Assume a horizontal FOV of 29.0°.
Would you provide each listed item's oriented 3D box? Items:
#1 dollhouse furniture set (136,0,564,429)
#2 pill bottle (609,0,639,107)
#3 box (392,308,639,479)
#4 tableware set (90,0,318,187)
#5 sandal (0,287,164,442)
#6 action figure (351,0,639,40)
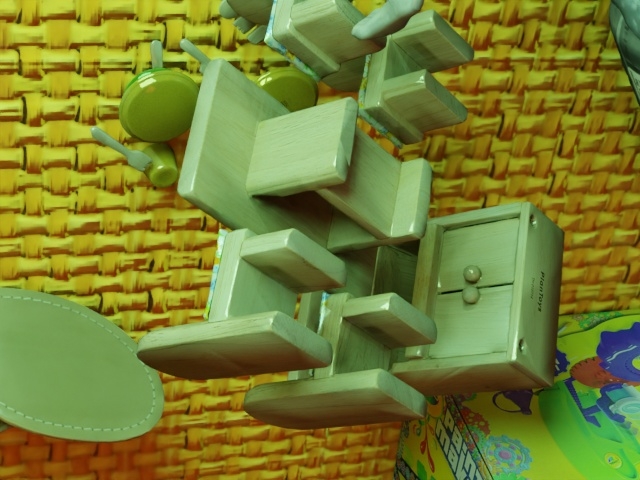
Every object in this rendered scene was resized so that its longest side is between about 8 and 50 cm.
[{"bbox_3d":[0.000,0.000,0.667,0.161,0.212,0.242,-11,148,37],"label":"dollhouse furniture set"},{"bbox_3d":[0.250,-0.104,0.725,0.130,0.130,0.245,-30,128,4],"label":"pill bottle"},{"bbox_3d":[0.215,0.212,0.912,0.290,0.177,0.279,-4,126,-15],"label":"box"},{"bbox_3d":[-0.051,-0.090,0.708,0.154,0.024,0.104,-41,135,11],"label":"tableware set"},{"bbox_3d":[-0.220,0.075,0.755,0.240,0.088,0.079,17,149,-20],"label":"sandal"},{"bbox_3d":[0.138,-0.265,0.501,0.341,0.178,0.330,-8,114,3],"label":"action figure"}]
